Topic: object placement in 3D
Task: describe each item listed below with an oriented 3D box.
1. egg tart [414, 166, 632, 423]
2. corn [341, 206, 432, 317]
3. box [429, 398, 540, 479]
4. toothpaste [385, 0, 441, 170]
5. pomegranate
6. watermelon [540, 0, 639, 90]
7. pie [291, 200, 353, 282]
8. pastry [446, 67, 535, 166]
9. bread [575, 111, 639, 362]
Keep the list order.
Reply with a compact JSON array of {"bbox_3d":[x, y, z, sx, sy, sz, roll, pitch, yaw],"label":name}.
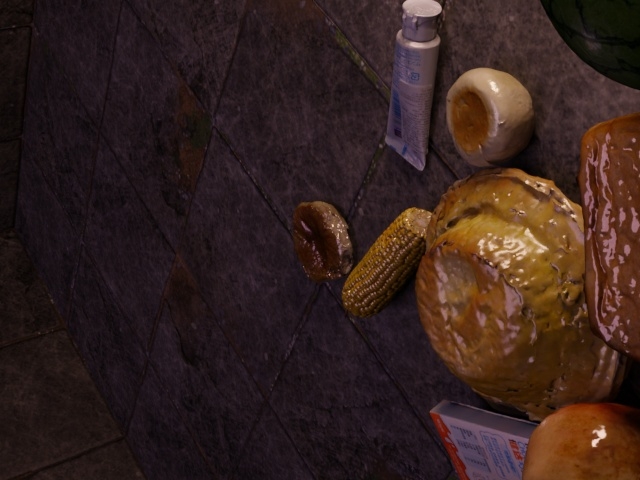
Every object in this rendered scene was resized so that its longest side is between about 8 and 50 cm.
[{"bbox_3d":[0.289,0.103,1.596,0.443,0.178,0.443,31,130,47],"label":"egg tart"},{"bbox_3d":[0.127,0.046,1.891,0.101,0.101,0.310,58,139,23],"label":"corn"},{"bbox_3d":[0.332,0.413,1.729,0.265,0.048,0.273,6,125,57],"label":"box"},{"bbox_3d":[0.159,-0.267,1.736,0.114,0.073,0.299,43,144,37],"label":"toothpaste"},{"bbox_3d":[0.410,0.363,1.473,0.252,0.229,0.270,31,151,-10],"label":"pomegranate"},{"bbox_3d":[0.403,-0.323,1.095,0.363,0.363,0.363,30,128,47],"label":"watermelon"},{"bbox_3d":[0.000,0.000,2.109,0.195,0.046,0.195,28,126,49],"label":"pie"},{"bbox_3d":[0.264,-0.194,1.582,0.156,0.092,0.156,24,121,48],"label":"pastry"},{"bbox_3d":[0.487,-0.005,1.269,0.328,0.148,0.337,-4,93,58],"label":"bread"}]
